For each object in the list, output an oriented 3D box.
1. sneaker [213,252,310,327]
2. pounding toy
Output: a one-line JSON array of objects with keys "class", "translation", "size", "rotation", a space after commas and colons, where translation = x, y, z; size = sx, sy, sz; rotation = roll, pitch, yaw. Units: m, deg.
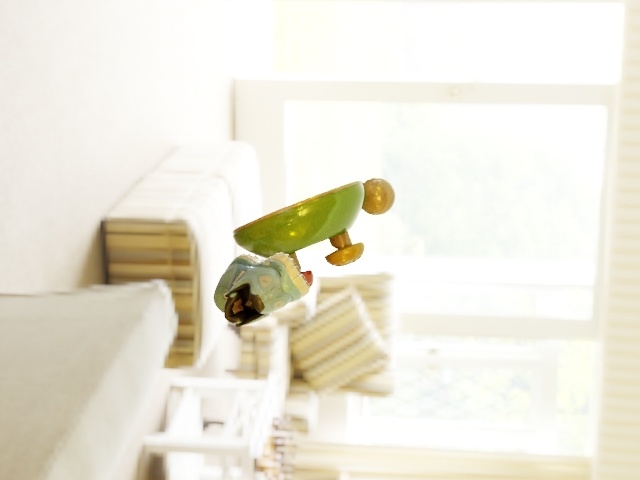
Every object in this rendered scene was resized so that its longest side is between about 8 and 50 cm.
[{"class": "sneaker", "translation": [-0.079, 0.054, 1.263], "size": [0.063, 0.073, 0.162], "rotation": [58, -27, -6]}, {"class": "pounding toy", "translation": [0.000, 0.000, 1.618], "size": [0.237, 0.183, 0.110], "rotation": [-20, 89, -63]}]
